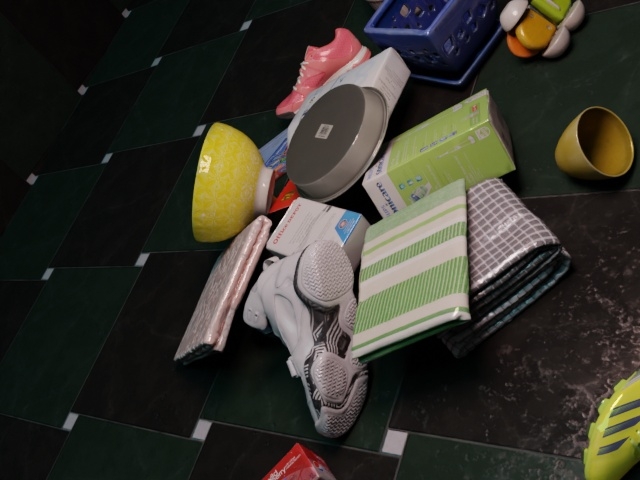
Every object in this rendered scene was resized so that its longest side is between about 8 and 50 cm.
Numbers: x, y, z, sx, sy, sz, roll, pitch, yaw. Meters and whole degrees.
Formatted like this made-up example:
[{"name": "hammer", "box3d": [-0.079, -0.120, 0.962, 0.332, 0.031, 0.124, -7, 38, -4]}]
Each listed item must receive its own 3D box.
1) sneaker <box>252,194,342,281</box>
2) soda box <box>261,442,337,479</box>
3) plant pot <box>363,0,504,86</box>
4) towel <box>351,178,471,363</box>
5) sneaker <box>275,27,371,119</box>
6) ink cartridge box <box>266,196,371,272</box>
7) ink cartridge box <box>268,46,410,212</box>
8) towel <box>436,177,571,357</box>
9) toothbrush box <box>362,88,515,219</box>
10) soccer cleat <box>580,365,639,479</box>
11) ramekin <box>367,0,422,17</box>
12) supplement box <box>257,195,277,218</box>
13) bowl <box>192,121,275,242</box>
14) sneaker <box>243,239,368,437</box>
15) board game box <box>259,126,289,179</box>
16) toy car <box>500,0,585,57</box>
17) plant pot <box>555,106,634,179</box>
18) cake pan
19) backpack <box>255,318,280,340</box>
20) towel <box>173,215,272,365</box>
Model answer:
[{"name": "sneaker", "box3d": [-0.032, 0.006, 1.681, 0.130, 0.109, 0.286, 37, 91, 41]}, {"name": "soda box", "box3d": [-0.090, 0.498, 1.306, 0.263, 0.083, 0.092, -45, 40, 0]}, {"name": "plant pot", "box3d": [0.287, -0.506, 1.730, 0.236, 0.212, 0.236, -53, 39, -10]}, {"name": "towel", "box3d": [0.166, 0.053, 1.326, 0.247, 0.038, 0.325, -29, 35, 32]}, {"name": "sneaker", "box3d": [-0.017, -0.463, 2.010, 0.313, 0.136, 0.116, -38, 20, 6]}, {"name": "ink cartridge box", "box3d": [0.000, 0.000, 1.540, 0.190, 0.082, 0.140, 18, 70, 43]}, {"name": "ink cartridge box", "box3d": [0.023, -0.258, 1.721, 0.308, 0.091, 0.385, -18, 35, 45]}, {"name": "towel", "box3d": [0.280, 0.039, 1.341, 0.283, 0.121, 0.235, -39, 39, 9]}, {"name": "toothbrush box", "box3d": [0.244, -0.170, 1.502, 0.283, 0.122, 0.206, -25, 20, 22]}, {"name": "soccer cleat", "box3d": [0.476, 0.235, 1.021, 0.121, 0.093, 0.289, 31, 80, 44]}, {"name": "ramekin", "box3d": [0.239, -0.742, 2.044, 0.272, 0.127, 0.273, -24, 45, 26]}, {"name": "supplement box", "box3d": [-0.200, -0.139, 1.958, 0.080, 0.078, 0.233, -48, 39, -2]}, {"name": "bowl", "box3d": [-0.194, -0.127, 1.732, 0.155, 0.290, 0.290, 9, 56, 2]}, {"name": "sneaker", "box3d": [-0.031, 0.190, 1.411, 0.210, 0.137, 0.366, -10, 84, 45]}, {"name": "board game box", "box3d": [-0.045, -0.283, 1.983, 0.281, 0.027, 0.145, -35, 39, 13]}, {"name": "toy car", "box3d": [0.480, -0.487, 1.618, 0.182, 0.159, 0.136, -58, 4, -14]}, {"name": "plant pot", "box3d": [0.490, -0.165, 1.338, 0.095, 0.134, 0.134, -33, 31, 61]}, {"name": "cake pan", "box3d": [0.025, -0.223, 1.601, 0.293, 0.054, 0.293, -32, 42, 35]}, {"name": "backpack", "box3d": [-0.108, 0.158, 1.590, 0.084, 0.114, 0.105, -5, 55, 39]}, {"name": "towel", "box3d": [-0.223, 0.123, 1.659, 0.332, 0.053, 0.317, -32, 34, 63]}]
